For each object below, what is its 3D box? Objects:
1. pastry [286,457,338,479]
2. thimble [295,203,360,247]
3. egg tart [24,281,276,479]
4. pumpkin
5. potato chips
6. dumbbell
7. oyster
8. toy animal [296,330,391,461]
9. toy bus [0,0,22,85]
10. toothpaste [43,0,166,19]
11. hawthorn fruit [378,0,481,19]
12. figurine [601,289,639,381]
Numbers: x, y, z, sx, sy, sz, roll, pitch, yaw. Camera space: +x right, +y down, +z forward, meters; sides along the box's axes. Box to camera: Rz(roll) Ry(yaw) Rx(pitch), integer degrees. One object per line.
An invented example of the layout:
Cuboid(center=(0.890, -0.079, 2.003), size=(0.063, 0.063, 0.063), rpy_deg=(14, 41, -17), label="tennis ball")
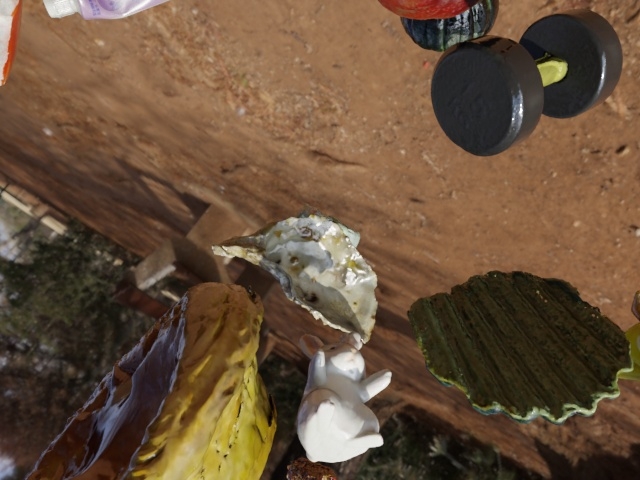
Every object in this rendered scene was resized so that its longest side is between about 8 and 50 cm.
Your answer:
Cuboid(center=(-0.026, 0.532, 1.346), size=(0.063, 0.087, 0.169), rpy_deg=(4, 169, -36), label="pastry")
Cuboid(center=(0.000, 0.000, 1.660), size=(0.185, 0.149, 0.211), rpy_deg=(27, -174, -8), label="thimble")
Cuboid(center=(-0.190, 0.244, 0.686), size=(0.178, 0.443, 0.443), rpy_deg=(41, 168, -14), label="egg tart")
Cuboid(center=(0.287, -0.525, 1.361), size=(0.220, 0.220, 0.162), rpy_deg=(30, 146, 28), label="pumpkin")
Cuboid(center=(0.376, 0.190, 1.192), size=(0.429, 0.358, 0.070), rpy_deg=(-115, 7, -56), label="potato chips")
Cuboid(center=(0.382, -0.297, 1.116), size=(0.204, 0.322, 0.204), rpy_deg=(38, 141, 39), label="dumbbell")
Cuboid(center=(-0.022, 0.053, 1.304), size=(0.396, 0.204, 0.111), rpy_deg=(36, 154, -13), label="oyster")
Cuboid(center=(0.032, 0.234, 1.047), size=(0.140, 0.282, 0.138), rpy_deg=(26, 131, -14), label="toy animal")
Cuboid(center=(-0.425, -0.270, 0.769), size=(0.077, 0.079, 0.174), rpy_deg=(17, 152, -25), label="toy bus")
Cuboid(center=(-0.193, -0.337, 0.752), size=(0.075, 0.301, 0.048), rpy_deg=(83, 163, -60), label="toothpaste")
Cuboid(center=(0.164, -0.462, 0.999), size=(0.251, 0.189, 0.189), rpy_deg=(31, 169, 50), label="hawthorn fruit")
Cuboid(center=(0.657, 0.247, 1.088), size=(0.187, 0.215, 0.344), rpy_deg=(19, -150, -33), label="figurine")
